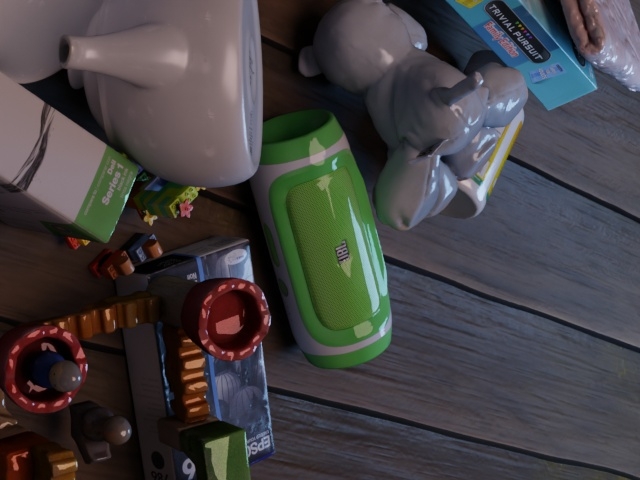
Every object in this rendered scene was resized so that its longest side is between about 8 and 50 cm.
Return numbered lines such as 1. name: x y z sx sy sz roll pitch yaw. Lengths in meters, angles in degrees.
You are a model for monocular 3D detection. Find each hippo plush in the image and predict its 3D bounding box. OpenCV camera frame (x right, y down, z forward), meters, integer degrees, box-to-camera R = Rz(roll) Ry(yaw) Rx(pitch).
1. hippo plush: 0.079 -0.166 2.007 0.234 0.236 0.294 -55 165 16

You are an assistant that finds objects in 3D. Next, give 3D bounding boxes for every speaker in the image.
1. speaker: 0.000 0.000 1.996 0.131 0.131 0.297 -35 119 -40

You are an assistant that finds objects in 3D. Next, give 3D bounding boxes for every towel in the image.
1. towel: 0.349 -0.364 2.224 0.332 0.053 0.317 6 65 -68

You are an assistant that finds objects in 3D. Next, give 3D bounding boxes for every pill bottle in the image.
1. pill bottle: 0.198 -0.143 2.204 0.117 0.117 0.208 45 62 -41

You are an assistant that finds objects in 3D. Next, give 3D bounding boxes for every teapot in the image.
1. teapot: -0.158 -0.169 1.676 0.253 0.187 0.256 -87 174 -46

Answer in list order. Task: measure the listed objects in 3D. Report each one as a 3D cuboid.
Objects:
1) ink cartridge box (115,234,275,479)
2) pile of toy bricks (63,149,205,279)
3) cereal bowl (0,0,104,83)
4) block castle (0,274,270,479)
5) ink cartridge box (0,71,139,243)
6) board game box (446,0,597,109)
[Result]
1. ink cartridge box: -0.136 0.174 1.913 0.165 0.065 0.333 -22 111 -45
2. pile of toy bricks: -0.175 -0.046 1.810 0.212 0.105 0.118 -49 128 -32
3. cereal bowl: -0.281 -0.328 1.589 0.339 0.141 0.339 -55 164 -24
4. block castle: -0.186 0.274 1.706 0.303 0.213 0.453 -12 104 -32
5. ink cartridge box: -0.311 -0.089 1.613 0.219 0.160 0.093 37 70 -44
6. board game box: 0.233 -0.359 2.148 0.336 0.079 0.254 36 39 -48
